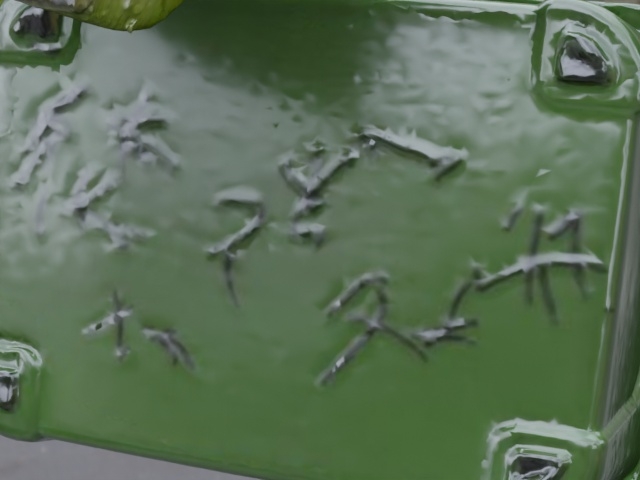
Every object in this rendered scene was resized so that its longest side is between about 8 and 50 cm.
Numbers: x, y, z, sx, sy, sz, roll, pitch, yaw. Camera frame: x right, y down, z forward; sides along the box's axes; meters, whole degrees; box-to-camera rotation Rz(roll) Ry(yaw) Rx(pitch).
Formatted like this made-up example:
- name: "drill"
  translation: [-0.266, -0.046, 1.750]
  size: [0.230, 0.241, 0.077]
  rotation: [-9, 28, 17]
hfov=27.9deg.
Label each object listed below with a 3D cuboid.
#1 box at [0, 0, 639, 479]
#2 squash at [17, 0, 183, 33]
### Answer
- name: "box"
  translation: [0.000, 0.000, 0.588]
  size: [0.328, 0.253, 0.178]
  rotation: [6, 3, 18]
- name: "squash"
  translation: [-0.057, -0.162, 0.460]
  size: [0.085, 0.192, 0.184]
  rotation: [29, 2, -41]
